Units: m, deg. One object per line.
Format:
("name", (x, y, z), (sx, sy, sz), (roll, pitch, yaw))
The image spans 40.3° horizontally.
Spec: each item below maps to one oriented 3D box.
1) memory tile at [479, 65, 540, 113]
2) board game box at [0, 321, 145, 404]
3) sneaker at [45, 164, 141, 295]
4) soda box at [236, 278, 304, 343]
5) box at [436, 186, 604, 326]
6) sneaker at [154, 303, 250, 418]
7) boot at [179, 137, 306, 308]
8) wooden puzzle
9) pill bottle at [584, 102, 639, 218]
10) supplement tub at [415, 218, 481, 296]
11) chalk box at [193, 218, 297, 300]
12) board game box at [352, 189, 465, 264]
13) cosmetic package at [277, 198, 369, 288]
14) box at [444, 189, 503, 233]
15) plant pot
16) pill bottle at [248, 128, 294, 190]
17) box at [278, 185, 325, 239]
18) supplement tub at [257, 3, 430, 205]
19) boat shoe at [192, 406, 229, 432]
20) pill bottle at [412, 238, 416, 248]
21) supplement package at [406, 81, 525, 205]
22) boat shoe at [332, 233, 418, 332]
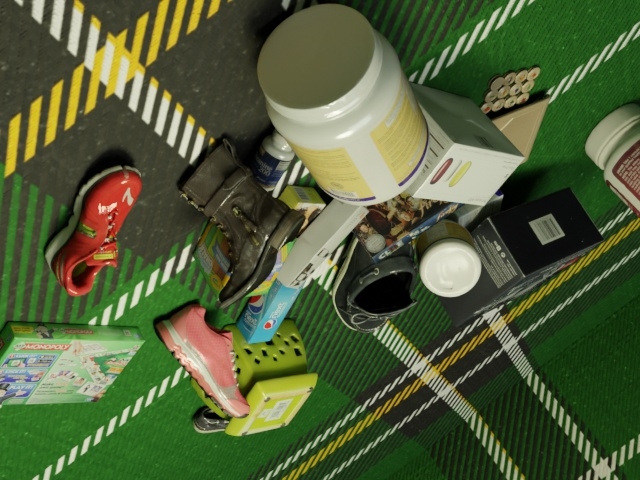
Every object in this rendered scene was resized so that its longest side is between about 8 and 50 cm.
("memory tile", (0.428, -0.339, 1.973), (0.148, 0.012, 0.113), (-17, 145, -26))
("board game box", (-0.553, 0.262, 1.829), (0.317, 0.046, 0.213), (11, 126, -50))
("sneaker", (-0.383, -0.011, 1.543), (0.107, 0.118, 0.279), (3, 133, -47))
("soda box", (-0.119, 0.148, 2.063), (0.071, 0.067, 0.210), (-2, 134, -42))
("box", (0.512, 0.044, 2.321), (0.343, 0.179, 0.312), (-19, 163, -35))
("sneaker", (-0.234, 0.275, 1.982), (0.136, 0.116, 0.314), (-40, 113, -12))
("boot", (-0.174, -0.030, 1.631), (0.263, 0.229, 0.091), (-53, 172, 13))
("wooden puzzle", (0.436, -0.237, 2.099), (0.238, 0.044, 0.221), (-27, 150, -22))
("pill bottle", (0.895, -0.166, 2.291), (0.224, 0.392, 0.224), (-25, 149, -16))
("supplement tub", (0.304, 0.037, 2.104), (0.144, 0.144, 0.200), (-44, -168, 15))
("chalk box", (-0.168, 0.033, 1.799), (0.132, 0.132, 0.213), (-5, 137, -41))
("board game box", (0.178, -0.079, 1.945), (0.243, 0.165, 0.042), (-35, 149, -1))
("cosmetic package", (0.000, 0.000, 1.892), (0.239, 0.060, 0.099), (-48, 168, 5))
("box", (0.389, -0.077, 2.241), (0.137, 0.072, 0.126), (-27, 149, -12))
("plant pot", (-0.154, 0.349, 2.179), (0.227, 0.207, 0.228), (-1, 135, -42))
("pill bottle", (-0.091, -0.159, 1.670), (0.067, 0.067, 0.120), (-1, 136, -43))
("box", (-0.088, -0.014, 1.883), (0.087, 0.058, 0.232), (0, 135, -45))
("supplement tub", (0.045, -0.231, 1.533), (0.241, 0.241, 0.331), (-36, 149, 2))
("boat shoe", (-0.247, 0.478, 2.397), (0.206, 0.075, 0.065), (-6, 142, -32))
("pill bottle", (0.204, -0.015, 2.156), (0.065, 0.065, 0.116), (-31, 150, -7))
("supplement package", (0.256, -0.198, 1.816), (0.261, 0.204, 0.145), (2, 134, -46))
("boat shoe", (0.139, 0.127, 2.159), (0.186, 0.156, 0.500), (-11, 151, -12))
